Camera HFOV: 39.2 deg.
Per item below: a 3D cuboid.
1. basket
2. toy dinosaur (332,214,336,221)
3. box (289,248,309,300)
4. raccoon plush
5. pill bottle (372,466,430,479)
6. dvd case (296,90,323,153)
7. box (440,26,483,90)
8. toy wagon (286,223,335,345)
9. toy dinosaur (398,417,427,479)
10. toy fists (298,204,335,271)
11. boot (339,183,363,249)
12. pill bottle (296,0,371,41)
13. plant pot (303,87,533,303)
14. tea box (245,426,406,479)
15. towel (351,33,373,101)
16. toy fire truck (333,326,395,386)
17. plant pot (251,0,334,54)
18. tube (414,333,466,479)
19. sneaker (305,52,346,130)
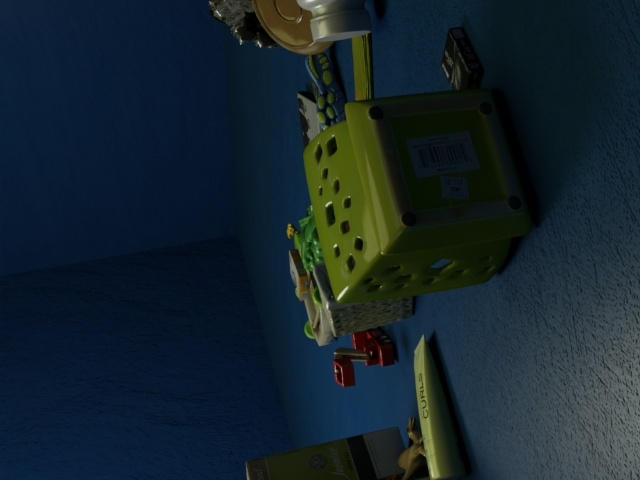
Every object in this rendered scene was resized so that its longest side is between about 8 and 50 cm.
[{"bbox_3d":[0.082,0.094,1.640,0.113,0.167,0.103,-112,10,-49],"label":"basket"},{"bbox_3d":[0.041,-0.081,2.021,0.090,0.047,0.082,79,-164,-70],"label":"toy dinosaur"},{"bbox_3d":[-0.058,0.084,2.361,0.136,0.028,0.081,-109,14,-51],"label":"box"},{"bbox_3d":[-0.086,-0.638,1.995,0.446,0.216,0.299,-52,25,35],"label":"raccoon plush"},{"bbox_3d":[0.120,0.480,1.568,0.130,0.245,0.130,170,90,-79],"label":"pill bottle"},{"bbox_3d":[-0.012,-0.255,2.155,0.239,0.029,0.179,-130,32,-69],"label":"dvd case"},{"bbox_3d":[0.184,-0.226,1.175,0.067,0.018,0.083,96,160,-56],"label":"box"},{"bbox_3d":[-0.022,0.107,2.454,0.267,0.068,0.344,103,155,-64],"label":"toy wagon"},{"bbox_3d":[0.173,0.382,1.579,0.053,0.092,0.183,55,-150,-17],"label":"toy dinosaur"},{"bbox_3d":[0.000,0.000,2.158,0.279,0.096,0.142,131,127,-75],"label":"toy fists"},{"bbox_3d":[0.063,-0.019,1.809,0.280,0.096,0.264,-117,19,-59],"label":"boot"},{"bbox_3d":[0.018,-0.464,1.503,0.136,0.136,0.246,-158,58,-78],"label":"pill bottle"},{"bbox_3d":[0.123,-0.064,1.124,0.207,0.228,0.227,124,135,-67],"label":"plant pot"},{"bbox_3d":[0.043,0.584,1.743,0.220,0.323,0.329,90,167,-45],"label":"tea box"},{"bbox_3d":[0.075,-0.295,1.681,0.102,0.021,0.237,-120,22,-58],"label":"towel"},{"bbox_3d":[0.079,0.233,1.847,0.192,0.135,0.047,-133,35,-71],"label":"toy fire truck"},{"bbox_3d":[-0.060,-0.481,1.818,0.236,0.032,0.236,28,138,28],"label":"plant pot"},{"bbox_3d":[0.191,0.288,1.532,0.070,0.062,0.240,-28,60,36],"label":"tube"},{"bbox_3d":[0.018,-0.308,1.896,0.078,0.067,0.188,41,-147,-72],"label":"sneaker"}]
